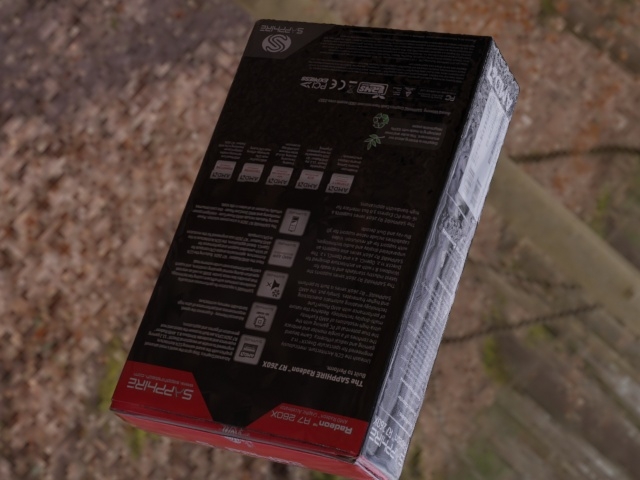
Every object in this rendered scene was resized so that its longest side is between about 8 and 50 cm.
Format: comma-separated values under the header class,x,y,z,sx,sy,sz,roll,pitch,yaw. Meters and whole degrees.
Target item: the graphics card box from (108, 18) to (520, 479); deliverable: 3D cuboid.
class,x,y,z,sx,sy,sz,roll,pitch,yaw
graphics card box,0.000,0.000,1.255,0.094,0.233,0.370,46,57,-55
